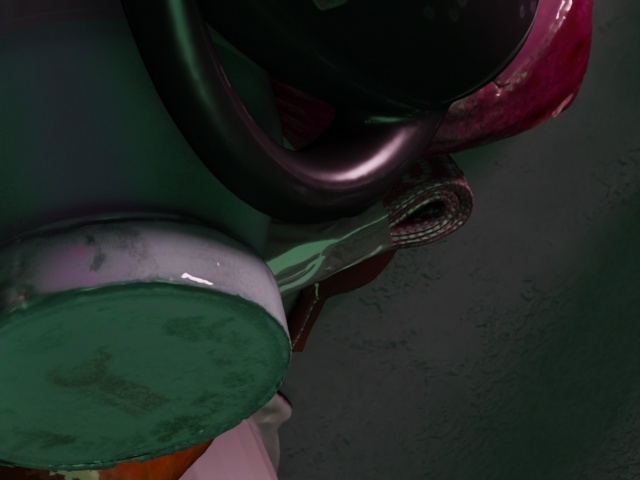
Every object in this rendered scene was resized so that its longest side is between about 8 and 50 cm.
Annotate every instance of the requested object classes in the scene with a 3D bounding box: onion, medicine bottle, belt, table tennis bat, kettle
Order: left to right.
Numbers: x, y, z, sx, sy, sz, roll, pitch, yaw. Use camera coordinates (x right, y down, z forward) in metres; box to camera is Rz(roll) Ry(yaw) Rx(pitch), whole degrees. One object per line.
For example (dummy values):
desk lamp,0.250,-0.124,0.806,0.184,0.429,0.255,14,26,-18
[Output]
medicine bottle,-0.137,-0.039,1.002,0.245,0.290,0.245,-11,148,-7
kettle,-0.003,-0.155,0.898,0.268,0.207,0.290,-60,139,-20
belt,0.000,0.000,1.291,0.232,0.053,0.071,-27,135,-1
table tennis bat,0.007,0.022,1.350,0.098,0.019,0.155,11,119,-31
onion,0.087,-0.144,1.195,0.250,0.111,0.247,-15,133,-13

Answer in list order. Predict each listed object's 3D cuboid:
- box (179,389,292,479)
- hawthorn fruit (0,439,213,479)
box,-0.127,0.252,1.341,0.291,0.206,0.262,-3,127,-28
hawthorn fruit,-0.199,0.084,1.169,0.224,0.224,0.261,-33,124,1
